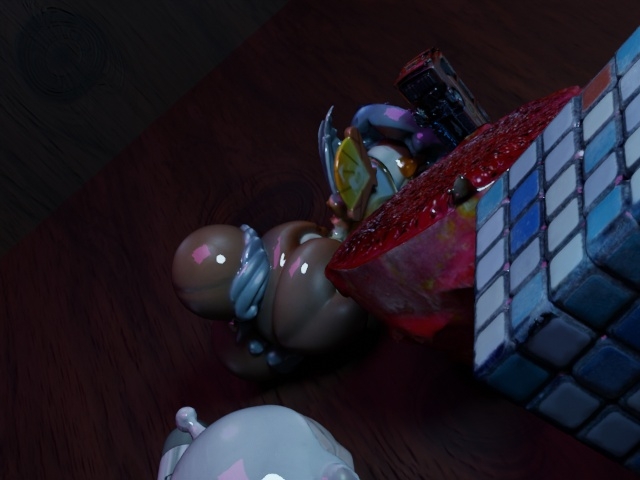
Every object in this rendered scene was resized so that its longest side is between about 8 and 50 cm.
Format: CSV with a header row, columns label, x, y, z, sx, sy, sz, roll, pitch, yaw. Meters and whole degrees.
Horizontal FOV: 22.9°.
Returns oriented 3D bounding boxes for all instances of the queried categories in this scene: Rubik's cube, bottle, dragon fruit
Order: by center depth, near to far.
label,x,y,z,sx,sy,sz,roll,pitch,yaw
Rubik's cube,0.333,0.022,1.461,0.292,0.287,0.293,-50,18,29
dragon fruit,0.210,0.000,1.823,0.386,0.249,0.371,-34,10,9
bottle,-0.168,0.332,2.042,0.096,0.079,0.253,0,33,1

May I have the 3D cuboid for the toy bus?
label,x,y,z,sx,sy,sz,roll,pitch,yaw
toy bus,0.189,-0.152,2.100,0.074,0.235,0.096,-31,21,22

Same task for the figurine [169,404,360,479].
label,x,y,z,sx,sy,sz,roll,pitch,yaw
figurine,-0.053,0.323,1.714,0.253,0.211,0.361,-36,26,14

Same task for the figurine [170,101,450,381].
label,x,y,z,sx,sy,sz,roll,pitch,yaw
figurine,0.000,-0.001,2.144,0.248,0.276,0.388,15,60,34
